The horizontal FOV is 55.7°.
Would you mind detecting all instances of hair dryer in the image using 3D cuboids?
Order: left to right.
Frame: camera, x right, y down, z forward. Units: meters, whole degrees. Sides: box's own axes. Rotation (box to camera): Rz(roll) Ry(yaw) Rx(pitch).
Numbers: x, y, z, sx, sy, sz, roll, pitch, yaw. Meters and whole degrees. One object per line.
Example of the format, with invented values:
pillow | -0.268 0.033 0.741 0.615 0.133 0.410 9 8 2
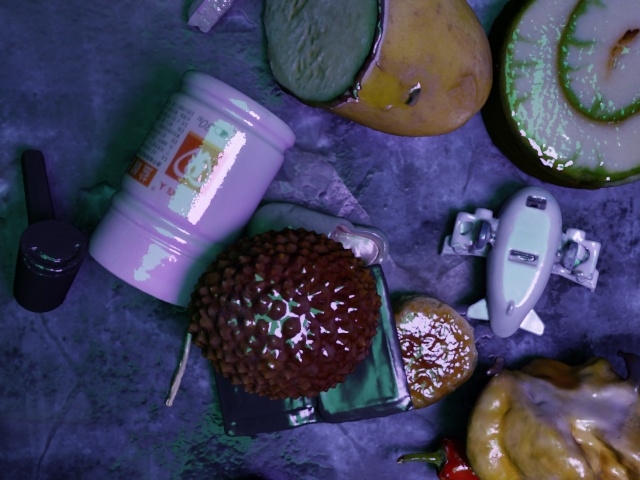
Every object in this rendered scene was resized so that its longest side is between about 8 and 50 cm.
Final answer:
hair dryer | -0.436 -0.029 0.954 0.089 0.197 0.251 -3 66 -31

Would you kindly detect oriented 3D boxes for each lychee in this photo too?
lychee | -0.055 0.100 0.870 0.268 0.267 0.267 0 94 -5

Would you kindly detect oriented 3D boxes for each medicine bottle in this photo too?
medicine bottle | -0.197 -0.078 0.938 0.202 0.202 0.315 30 90 -6

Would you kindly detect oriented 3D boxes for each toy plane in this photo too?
toy plane | 0.339 0.037 1.037 0.267 0.123 0.266 0 90 12

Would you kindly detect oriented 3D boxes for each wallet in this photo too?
wallet | -0.028 0.190 1.007 0.323 0.041 0.247 -13 83 11

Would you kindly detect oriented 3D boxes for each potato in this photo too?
potato | 0.104 -0.339 0.970 0.296 0.290 0.397 5 50 -35

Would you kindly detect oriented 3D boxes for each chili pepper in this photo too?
chili pepper | 0.307 0.457 1.059 0.368 0.092 0.137 42 57 2

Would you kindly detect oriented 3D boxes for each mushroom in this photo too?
mushroom | -0.220 0.152 1.041 0.026 0.028 0.286 19 97 -6

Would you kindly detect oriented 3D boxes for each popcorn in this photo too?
popcorn | 0.412 0.323 1.007 0.316 0.297 0.280 9 121 31

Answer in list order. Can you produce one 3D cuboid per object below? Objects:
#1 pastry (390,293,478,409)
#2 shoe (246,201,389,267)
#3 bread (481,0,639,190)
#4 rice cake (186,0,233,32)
pastry | 0.169 0.192 1.044 0.192 0.093 0.182 -44 93 0
shoe | 0.000 0.000 1.014 0.251 0.100 0.103 11 93 -9
bread | 0.457 -0.274 1.026 0.382 0.129 0.366 44 92 -5
rice cake | -0.120 -0.438 0.952 0.049 0.055 0.270 34 121 -28
